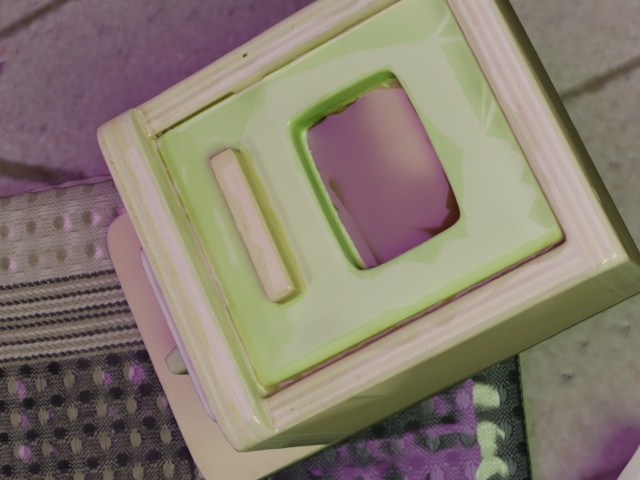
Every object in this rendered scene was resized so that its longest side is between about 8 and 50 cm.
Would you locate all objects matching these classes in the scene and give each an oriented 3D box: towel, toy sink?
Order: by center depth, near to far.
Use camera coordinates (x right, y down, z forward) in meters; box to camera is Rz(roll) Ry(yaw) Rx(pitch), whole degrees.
[{"bbox_3d":[0.000,0.000,0.581,0.234,0.131,0.153,-27,76,15],"label":"toy sink"},{"bbox_3d":[-0.053,0.108,0.687,0.324,0.056,0.312,-8,82,18],"label":"towel"}]

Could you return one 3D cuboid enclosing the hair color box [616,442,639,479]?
[{"bbox_3d":[0.189,0.166,0.575,0.167,0.053,0.093,34,94,21],"label":"hair color box"}]
